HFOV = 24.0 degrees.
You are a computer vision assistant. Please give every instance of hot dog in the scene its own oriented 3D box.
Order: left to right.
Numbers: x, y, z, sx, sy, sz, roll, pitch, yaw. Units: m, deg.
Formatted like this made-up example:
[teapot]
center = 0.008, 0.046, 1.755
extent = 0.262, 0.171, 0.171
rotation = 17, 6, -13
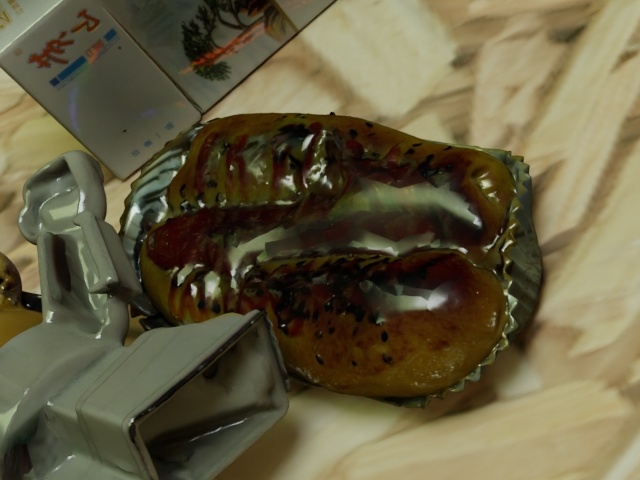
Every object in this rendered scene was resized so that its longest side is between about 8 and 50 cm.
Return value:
[hot dog]
center = 0.000, 0.000, 0.845
extent = 0.270, 0.082, 0.162
rotation = 11, 68, 34

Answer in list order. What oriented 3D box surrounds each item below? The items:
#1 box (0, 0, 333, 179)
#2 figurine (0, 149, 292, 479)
[box]
center = -0.087, -0.162, 0.938
extent = 0.233, 0.149, 0.067
rotation = -40, 50, 3
[figurine]
center = -0.163, 0.099, 0.836
extent = 0.308, 0.143, 0.308
rotation = -13, 59, 23
